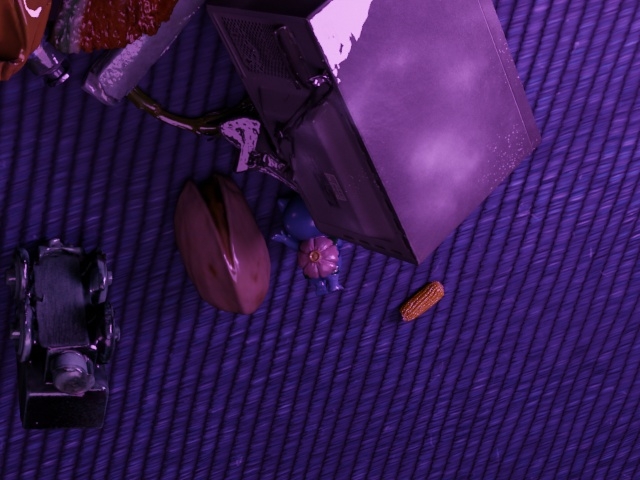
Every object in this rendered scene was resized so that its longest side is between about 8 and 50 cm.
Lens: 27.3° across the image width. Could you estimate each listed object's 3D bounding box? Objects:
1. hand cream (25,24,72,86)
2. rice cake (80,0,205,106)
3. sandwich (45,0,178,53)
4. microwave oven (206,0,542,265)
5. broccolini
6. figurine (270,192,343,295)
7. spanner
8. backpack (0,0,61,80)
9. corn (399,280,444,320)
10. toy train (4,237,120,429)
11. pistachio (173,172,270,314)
[{"bbox_3d":[-0.447,-0.332,1.893,0.088,0.055,0.256,-29,116,8],"label":"hand cream"},{"bbox_3d":[-0.229,-0.333,1.947,0.066,0.063,0.336,37,103,-28],"label":"rice cake"},{"bbox_3d":[-0.291,-0.340,1.880,0.159,0.109,0.185,26,115,-10],"label":"sandwich"},{"bbox_3d":[0.084,-0.233,1.928,0.374,0.236,0.432,-43,126,-25],"label":"microwave oven"},{"bbox_3d":[-0.169,-0.216,2.043,0.271,0.062,0.123,14,105,-21],"label":"broccolini"},{"bbox_3d":[0.005,-0.001,2.178,0.144,0.114,0.178,-4,80,-49],"label":"figurine"},{"bbox_3d":[-0.033,-0.092,2.080,0.325,0.026,0.093,34,94,-21],"label":"spanner"},{"bbox_3d":[-0.544,-0.365,1.740,0.377,0.201,0.354,-2,113,0],"label":"backpack"},{"bbox_3d":[0.180,0.108,2.346,0.092,0.037,0.037,-38,123,5],"label":"corn"},{"bbox_3d":[-0.405,0.143,2.036,0.166,0.299,0.238,2,131,-17],"label":"toy train"},{"bbox_3d":[-0.157,0.010,2.126,0.137,0.153,0.238,-21,97,-16],"label":"pistachio"}]
